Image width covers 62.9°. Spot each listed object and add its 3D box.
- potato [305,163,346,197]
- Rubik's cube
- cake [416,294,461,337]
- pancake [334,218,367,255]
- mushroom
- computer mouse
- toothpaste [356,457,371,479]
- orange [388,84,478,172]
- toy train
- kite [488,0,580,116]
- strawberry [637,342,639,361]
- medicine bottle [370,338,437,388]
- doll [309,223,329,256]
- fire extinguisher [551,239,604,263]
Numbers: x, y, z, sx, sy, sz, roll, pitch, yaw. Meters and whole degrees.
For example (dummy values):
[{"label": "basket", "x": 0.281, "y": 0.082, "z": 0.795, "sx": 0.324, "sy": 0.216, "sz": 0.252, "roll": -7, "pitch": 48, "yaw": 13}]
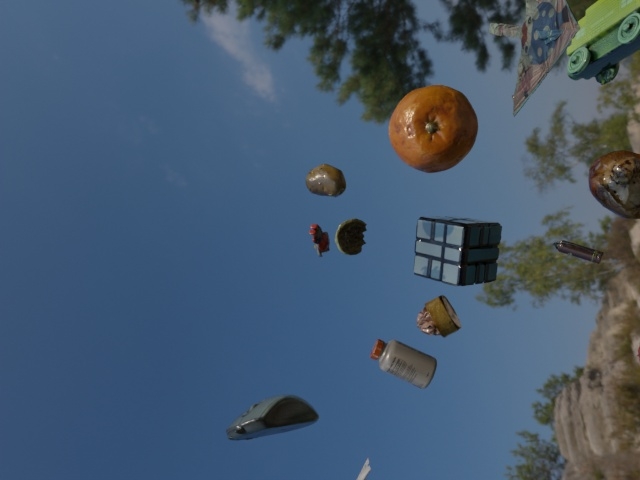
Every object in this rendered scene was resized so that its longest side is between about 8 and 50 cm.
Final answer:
[{"label": "potato", "x": 0.026, "y": -0.241, "z": 2.122, "sx": 0.137, "sy": 0.176, "sz": 0.137, "roll": 12, "pitch": -90, "yaw": -68}, {"label": "Rubik's cube", "x": 0.623, "y": 0.039, "z": 2.392, "sx": 0.289, "sy": 0.294, "sz": 0.283, "roll": -3, "pitch": -82, "yaw": -40}, {"label": "cake", "x": 0.546, "y": 0.377, "z": 2.482, "sx": 0.208, "sy": 0.178, "sz": 0.185, "roll": 12, "pitch": -132, "yaw": -62}, {"label": "pancake", "x": 0.105, "y": -0.012, "z": 1.805, "sx": 0.116, "sy": 0.023, "sz": 0.129, "roll": -2, "pitch": -80, "yaw": -20}, {"label": "mushroom", "x": 1.128, "y": -0.212, "z": 1.890, "sx": 0.254, "sy": 0.268, "sz": 0.267, "roll": 155, "pitch": 94, "yaw": -84}, {"label": "computer mouse", "x": -0.157, "y": 0.581, "z": 1.739, "sx": 0.371, "sy": 0.188, "sz": 0.121, "roll": 13, "pitch": -129, "yaw": -54}, {"label": "toothpaste", "x": 0.167, "y": 0.929, "z": 2.063, "sx": 0.031, "sy": 0.190, "sz": 0.048, "roll": 8, "pitch": -145, "yaw": -13}, {"label": "orange", "x": 0.337, "y": -0.333, "z": 1.570, "sx": 0.261, "sy": 0.261, "sz": 0.260, "roll": 30, "pitch": -130, "yaw": -43}, {"label": "toy train", "x": 1.066, "y": -0.753, "z": 1.880, "sx": 0.179, "sy": 0.442, "sz": 0.272, "roll": 10, "pitch": -101, "yaw": -14}, {"label": "kite", "x": 0.418, "y": -0.420, "z": 1.062, "sx": 0.314, "sy": 0.012, "sz": 0.335, "roll": -121, "pitch": 30, "yaw": -66}, {"label": "strawberry", "x": 0.775, "y": 0.213, "z": 1.143, "sx": 0.106, "sy": 0.236, "sz": 0.175, "roll": 78, "pitch": 177, "yaw": -51}, {"label": "medicine bottle", "x": 0.378, "y": 0.558, "z": 2.421, "sx": 0.289, "sy": 0.157, "sz": 0.157, "roll": 24, "pitch": -138, "yaw": 3}, {"label": "doll", "x": -0.001, "y": 0.001, "z": 2.157, "sx": 0.194, "sy": 0.062, "sz": 0.104, "roll": 57, "pitch": -156, "yaw": -56}, {"label": "fire extinguisher", "x": 0.836, "y": 0.032, "z": 1.712, "sx": 0.043, "sy": 0.158, "sz": 0.064, "roll": -62, "pitch": -31, "yaw": -13}]
